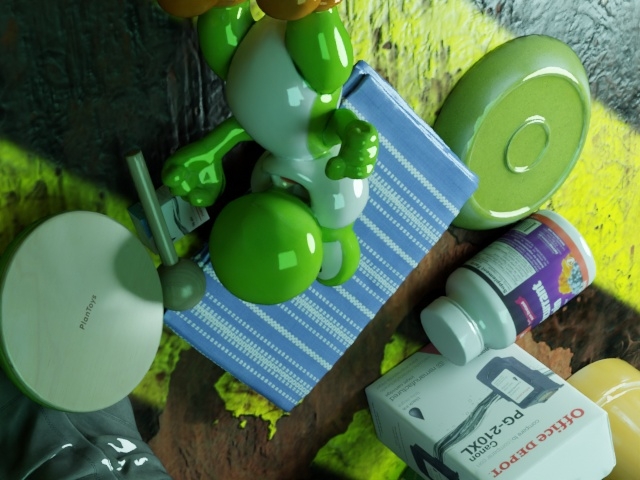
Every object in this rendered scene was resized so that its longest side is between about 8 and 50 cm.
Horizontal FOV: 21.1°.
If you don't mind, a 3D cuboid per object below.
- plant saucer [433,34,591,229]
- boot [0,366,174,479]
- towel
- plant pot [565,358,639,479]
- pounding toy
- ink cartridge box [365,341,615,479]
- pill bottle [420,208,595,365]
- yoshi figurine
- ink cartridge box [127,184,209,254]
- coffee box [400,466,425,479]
[{"bbox_3d":[0.222,-0.112,1.929,0.241,0.037,0.241,-22,130,-30],"label":"plant saucer"},{"bbox_3d":[-0.285,0.201,1.543,0.338,0.222,0.118,-9,139,-36],"label":"boot"},{"bbox_3d":[0.000,0.000,1.795,0.336,0.040,0.243,-50,131,0],"label":"towel"},{"bbox_3d":[0.405,0.287,2.240,0.205,0.188,0.205,-22,129,-30],"label":"plant pot"},{"bbox_3d":[-0.233,0.049,1.592,0.237,0.110,0.183,-45,118,-36],"label":"pounding toy"},{"bbox_3d":[0.194,0.214,1.971,0.172,0.237,0.100,-34,134,-20],"label":"ink cartridge box"},{"bbox_3d":[0.213,0.058,1.980,0.193,0.108,0.108,-35,135,-18],"label":"pill bottle"},{"bbox_3d":[-0.046,-0.084,1.585,0.203,0.203,0.362,-19,124,-9],"label":"yoshi figurine"},{"bbox_3d":[-0.141,-0.031,1.671,0.083,0.028,0.048,-36,134,-18],"label":"ink cartridge box"},{"bbox_3d":[0.180,0.297,2.159,0.184,0.040,0.113,23,100,-47],"label":"coffee box"}]
